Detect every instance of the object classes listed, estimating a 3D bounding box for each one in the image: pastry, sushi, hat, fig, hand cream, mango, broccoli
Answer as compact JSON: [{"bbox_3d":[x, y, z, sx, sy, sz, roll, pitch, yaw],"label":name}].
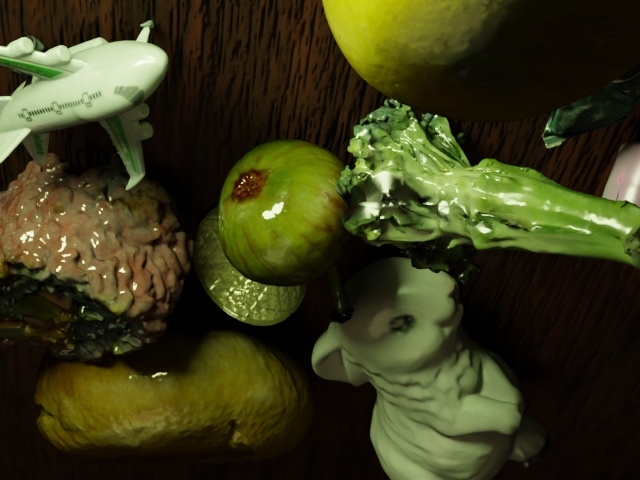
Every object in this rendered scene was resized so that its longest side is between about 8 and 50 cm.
[{"bbox_3d":[-0.176,0.193,2.074,0.356,0.163,0.356,4,170,1],"label":"pastry"},{"bbox_3d":[-0.265,0.027,1.858,0.237,0.170,0.270,26,151,-25],"label":"sushi"},{"bbox_3d":[-0.062,0.015,1.876,0.146,0.067,0.146,11,114,26],"label":"hat"},{"bbox_3d":[0.000,0.000,1.734,0.151,0.151,0.259,-6,152,31],"label":"fig"},{"bbox_3d":[0.234,-0.124,1.425,0.075,0.052,0.248,6,167,4],"label":"hand cream"},{"bbox_3d":[0.178,-0.210,1.186,0.365,0.182,0.253,-14,142,6],"label":"mango"},{"bbox_3d":[0.167,-0.033,1.536,0.304,0.145,0.165,16,173,31],"label":"broccoli"}]

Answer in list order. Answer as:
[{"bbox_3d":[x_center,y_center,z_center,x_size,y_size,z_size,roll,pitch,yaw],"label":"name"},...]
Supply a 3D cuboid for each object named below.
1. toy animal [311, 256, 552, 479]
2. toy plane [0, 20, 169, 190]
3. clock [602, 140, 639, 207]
[{"bbox_3d":[0.114,0.156,1.962,0.258,0.194,0.357,11,144,44],"label":"toy animal"},{"bbox_3d":[-0.230,-0.143,1.601,0.255,0.101,0.251,-20,139,39],"label":"toy plane"},{"bbox_3d":[0.389,-0.014,1.515,0.228,0.090,0.248,20,177,-16],"label":"clock"}]
